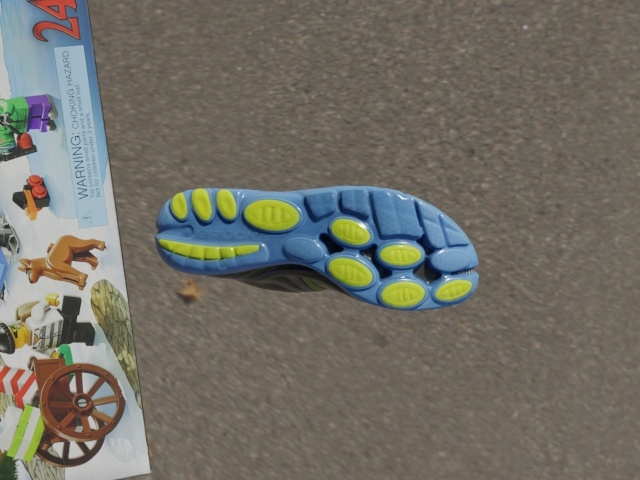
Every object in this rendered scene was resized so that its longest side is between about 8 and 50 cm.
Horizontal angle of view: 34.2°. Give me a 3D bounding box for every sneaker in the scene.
[{"bbox_3d":[0.000,0.000,0.609,0.188,0.078,0.067,6,90,12],"label":"sneaker"}]

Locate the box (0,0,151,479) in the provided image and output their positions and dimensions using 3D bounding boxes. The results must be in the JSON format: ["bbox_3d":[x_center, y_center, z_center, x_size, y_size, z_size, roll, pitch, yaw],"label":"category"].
[{"bbox_3d":[-0.165,-0.004,0.431,0.159,0.044,0.233,-9,97,-15],"label":"box"}]
